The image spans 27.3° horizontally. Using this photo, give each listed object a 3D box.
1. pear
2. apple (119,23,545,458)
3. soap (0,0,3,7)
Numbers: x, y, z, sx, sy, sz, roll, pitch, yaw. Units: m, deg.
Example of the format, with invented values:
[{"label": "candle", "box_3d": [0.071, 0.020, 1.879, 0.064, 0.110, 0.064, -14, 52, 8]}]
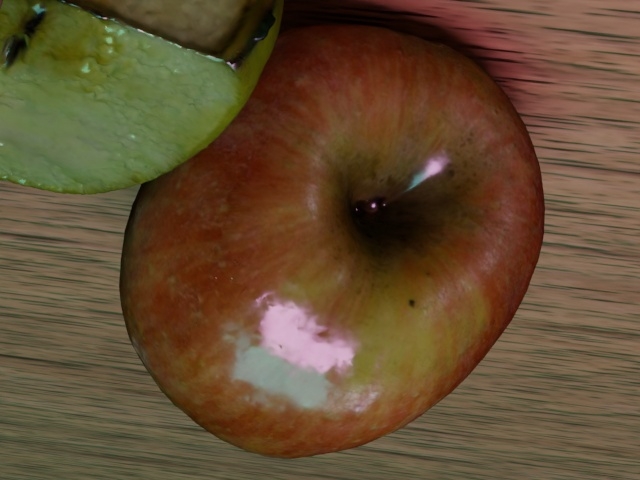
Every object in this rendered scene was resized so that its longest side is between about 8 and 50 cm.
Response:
[{"label": "pear", "box_3d": [-0.178, -0.154, 0.829, 0.286, 0.176, 0.282, 20, 151, -9]}, {"label": "apple", "box_3d": [0.000, 0.000, 0.941, 0.277, 0.309, 0.250, 58, 161, -3]}, {"label": "soap", "box_3d": [-0.155, -0.234, 0.575, 0.089, 0.274, 0.173, 11, 150, -5]}]
